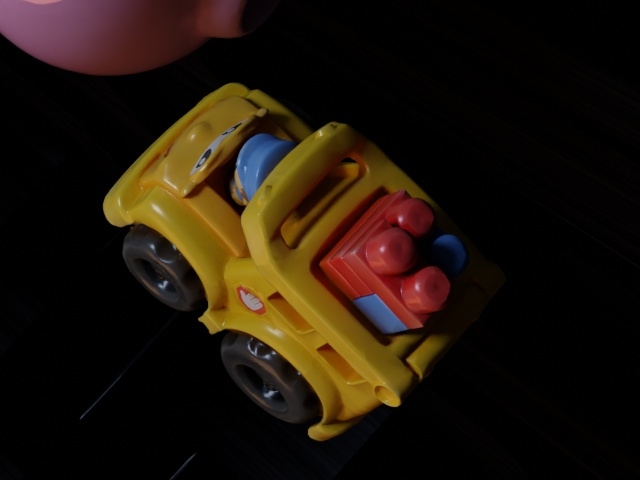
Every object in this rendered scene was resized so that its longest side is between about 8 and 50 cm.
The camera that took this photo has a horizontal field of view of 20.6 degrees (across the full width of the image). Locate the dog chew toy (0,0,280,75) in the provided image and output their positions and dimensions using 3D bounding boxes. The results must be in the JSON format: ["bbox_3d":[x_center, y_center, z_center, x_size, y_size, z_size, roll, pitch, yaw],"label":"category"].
[{"bbox_3d":[-0.153,-0.175,0.639,0.332,0.206,0.206,33,171,10],"label":"dog chew toy"}]

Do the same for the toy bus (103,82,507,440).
[{"bbox_3d":[0.000,0.000,1.058,0.220,0.149,0.211,46,159,-7],"label":"toy bus"}]
